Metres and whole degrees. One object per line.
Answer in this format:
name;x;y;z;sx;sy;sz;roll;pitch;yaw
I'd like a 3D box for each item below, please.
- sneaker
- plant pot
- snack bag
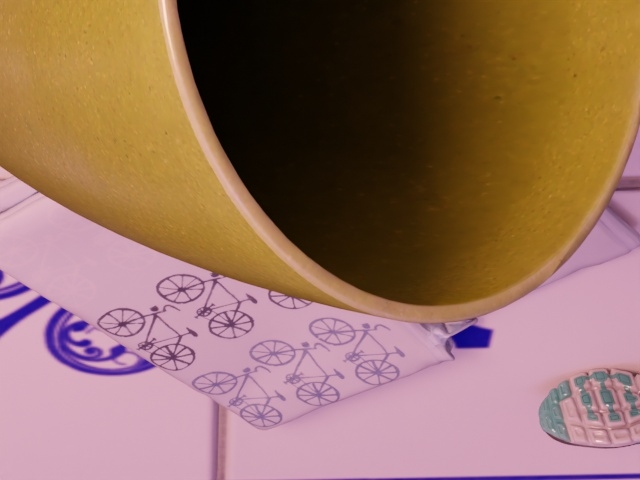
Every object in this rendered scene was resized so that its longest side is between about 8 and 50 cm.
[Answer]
sneaker;0.246;0.133;1.357;0.166;0.065;0.076;-5;148;5
plant pot;-0.050;-0.102;0.830;0.274;0.275;0.293;30;160;-37
snack bag;0.000;0.000;1.172;0.342;0.037;0.323;-25;139;25
